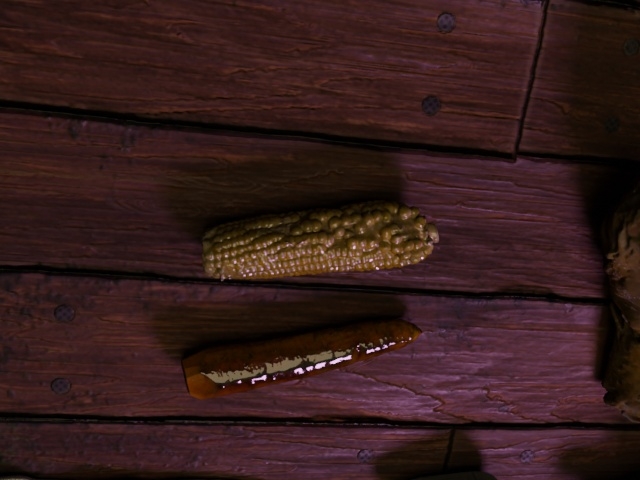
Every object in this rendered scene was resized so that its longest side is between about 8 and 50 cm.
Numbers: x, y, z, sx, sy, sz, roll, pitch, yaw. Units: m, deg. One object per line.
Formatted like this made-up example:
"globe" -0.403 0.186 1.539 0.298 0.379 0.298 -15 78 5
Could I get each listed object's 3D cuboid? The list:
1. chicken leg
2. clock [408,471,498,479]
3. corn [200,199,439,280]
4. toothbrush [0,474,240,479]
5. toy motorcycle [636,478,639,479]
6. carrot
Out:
"chicken leg" 0.440 0.087 1.123 0.153 0.201 0.429 -15 126 -17
"clock" 0.193 0.439 1.225 0.159 0.066 0.210 -9 98 1
"corn" 0.000 0.000 1.038 0.288 0.086 0.086 -5 111 -8
"toothbrush" -0.246 0.330 1.134 0.375 0.037 0.028 5 112 -17
"toy motorcycle" 0.592 0.421 1.291 0.401 0.134 0.207 -20 92 -16
"carrot" -0.019 0.143 1.103 0.314 0.066 0.066 -11 112 -12
